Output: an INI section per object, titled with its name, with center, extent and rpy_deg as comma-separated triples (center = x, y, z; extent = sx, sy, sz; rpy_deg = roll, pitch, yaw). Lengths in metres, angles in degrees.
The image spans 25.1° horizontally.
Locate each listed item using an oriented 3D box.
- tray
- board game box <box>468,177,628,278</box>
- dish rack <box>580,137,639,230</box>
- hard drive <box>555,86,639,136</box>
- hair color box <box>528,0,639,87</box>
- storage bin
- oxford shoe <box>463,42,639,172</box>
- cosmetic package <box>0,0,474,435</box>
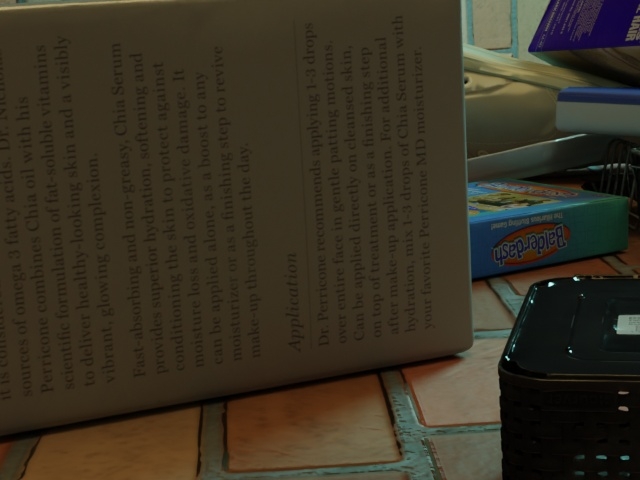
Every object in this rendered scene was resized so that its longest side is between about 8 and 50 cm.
[tray]
center = 0.153, -0.067, 1.380
extent = 0.270, 0.030, 0.145
rpy_deg = -11, 3, 44
[board game box]
center = 0.118, -0.010, 1.165
extent = 0.210, 0.047, 0.160
rpy_deg = -10, 13, -30
[dish rack]
center = 0.340, -0.053, 1.234
extent = 0.208, 0.074, 0.271
rpy_deg = 2, 9, -3
[hard drive]
center = 0.389, -0.103, 1.202
extent = 0.319, 0.040, 0.210
rpy_deg = 8, 10, 41
[hair color box]
center = 0.373, -0.202, 1.478
extent = 0.185, 0.110, 0.339
rpy_deg = 25, -3, -16
[storage bin]
center = 0.145, 0.073, 0.617
extent = 0.122, 0.084, 0.180
rpy_deg = 0, 10, 14
[oxford shoe]
center = 0.233, -0.125, 1.579
extent = 0.449, 0.130, 0.169
rpy_deg = 15, -6, 14
[cosmetic package]
center = -0.146, -0.024, 0.829
extent = 0.453, 0.230, 0.161
rpy_deg = -7, 11, -25
